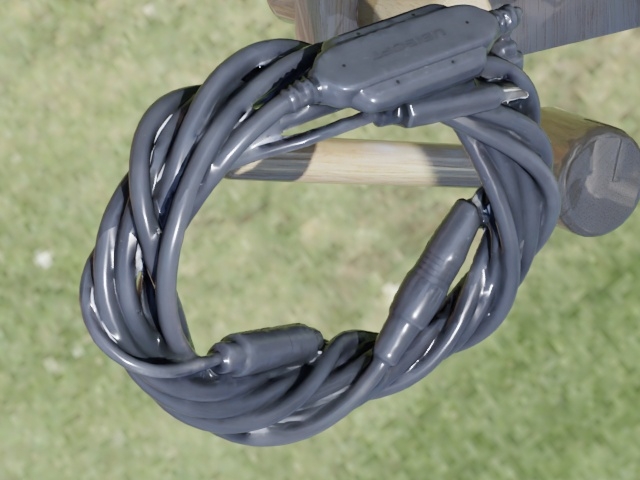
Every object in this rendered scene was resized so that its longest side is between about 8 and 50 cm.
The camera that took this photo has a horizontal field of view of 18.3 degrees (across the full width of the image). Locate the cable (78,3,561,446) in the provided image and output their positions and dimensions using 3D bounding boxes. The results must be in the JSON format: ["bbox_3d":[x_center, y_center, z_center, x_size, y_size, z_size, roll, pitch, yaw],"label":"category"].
[{"bbox_3d":[0.000,0.000,0.668,0.184,0.047,0.150,-24,134,-27],"label":"cable"}]

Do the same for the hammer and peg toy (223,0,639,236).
[{"bbox_3d":[0.090,-0.155,0.896,0.266,0.127,0.361,-15,114,-34],"label":"hammer and peg toy"}]
